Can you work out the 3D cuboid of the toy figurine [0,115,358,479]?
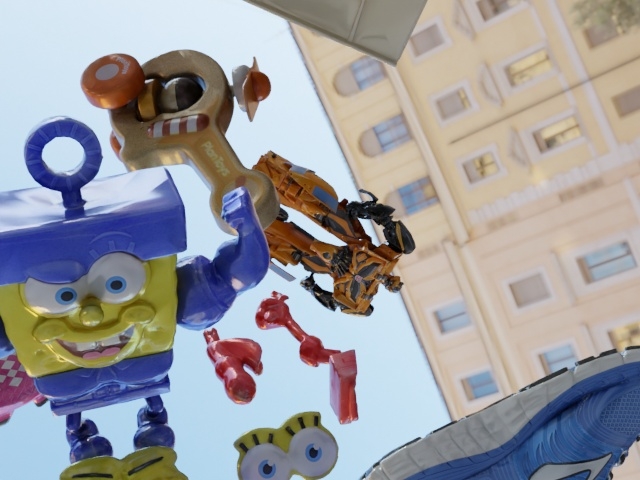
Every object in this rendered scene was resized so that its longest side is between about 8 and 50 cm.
[{"bbox_3d":[-0.160,0.025,0.499,0.191,0.362,0.217,-116,22,-54],"label":"toy figurine"}]

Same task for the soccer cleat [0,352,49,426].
[{"bbox_3d":[-0.331,0.090,0.692,0.331,0.116,0.143,-23,-60,-32],"label":"soccer cleat"}]

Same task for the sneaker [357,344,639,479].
[{"bbox_3d":[0.199,0.200,0.762,0.147,0.330,0.130,63,167,16],"label":"sneaker"}]

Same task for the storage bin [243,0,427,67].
[{"bbox_3d":[0.003,-0.333,1.094,0.260,0.123,0.262,23,-163,-4],"label":"storage bin"}]

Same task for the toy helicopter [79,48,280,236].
[{"bbox_3d":[-0.139,-0.137,1.130,0.355,0.235,0.140,53,166,38],"label":"toy helicopter"}]

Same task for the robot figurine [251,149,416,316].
[{"bbox_3d":[0.000,0.000,1.369,0.291,0.211,0.085,34,-152,7],"label":"robot figurine"}]
